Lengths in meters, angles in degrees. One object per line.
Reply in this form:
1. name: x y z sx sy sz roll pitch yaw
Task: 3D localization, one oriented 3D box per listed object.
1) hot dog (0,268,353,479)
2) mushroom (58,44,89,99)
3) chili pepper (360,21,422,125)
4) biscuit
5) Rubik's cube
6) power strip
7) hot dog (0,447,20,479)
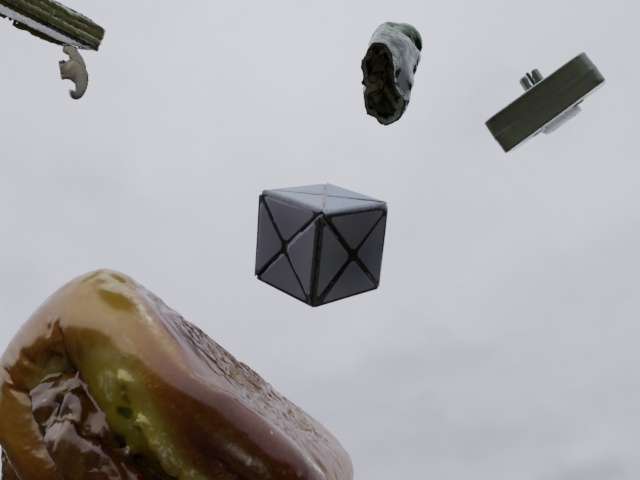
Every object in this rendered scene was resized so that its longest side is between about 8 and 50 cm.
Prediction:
1. hot dog: -0.114 0.216 0.651 0.185 0.223 0.405 -47 -63 -2
2. mushroom: -0.442 -0.302 1.222 0.049 0.101 0.019 -7 -2 -33
3. chili pepper: 0.129 -0.323 1.231 0.099 0.270 0.136 -19 -66 26
4. biscuit: -0.457 -0.354 0.994 0.150 0.052 0.252 20 0 43
5. Rubik's cube: 0.000 0.000 1.787 0.260 0.259 0.255 -14 -66 -44
6. power strip: 0.460 -0.300 1.419 0.229 0.141 0.261 -37 -6 24
7. hot dog: -0.410 0.353 1.057 0.195 0.273 0.122 -5 -5 10
